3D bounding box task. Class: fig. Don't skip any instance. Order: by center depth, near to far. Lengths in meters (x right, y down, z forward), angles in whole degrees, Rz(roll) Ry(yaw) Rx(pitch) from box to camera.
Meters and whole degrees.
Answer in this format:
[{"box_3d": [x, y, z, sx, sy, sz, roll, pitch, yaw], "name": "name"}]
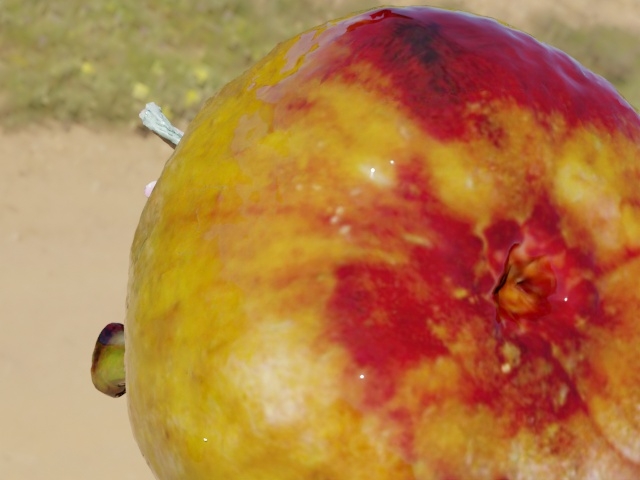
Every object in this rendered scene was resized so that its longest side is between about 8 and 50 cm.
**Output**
[{"box_3d": [-0.013, 0.014, 0.602, 0.191, 0.190, 0.290, 8, 5, -45], "name": "fig"}]

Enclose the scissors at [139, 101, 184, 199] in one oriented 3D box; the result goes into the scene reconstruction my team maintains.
[{"box_3d": [0.000, 0.000, 0.817, 0.187, 0.020, 0.133, 27, 36, -30], "name": "scissors"}]
